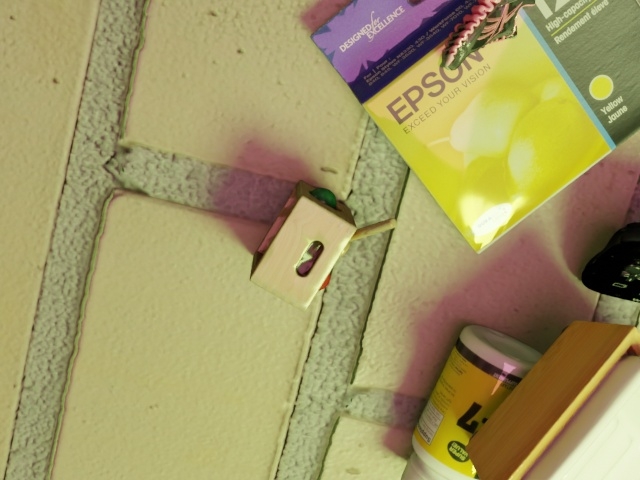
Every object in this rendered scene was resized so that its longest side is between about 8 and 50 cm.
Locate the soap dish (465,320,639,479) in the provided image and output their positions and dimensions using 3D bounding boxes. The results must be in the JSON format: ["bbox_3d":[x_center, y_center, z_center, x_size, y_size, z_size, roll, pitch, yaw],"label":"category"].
[{"bbox_3d":[0.303,0.237,1.007,0.229,0.118,0.291,-49,132,-5],"label":"soap dish"}]

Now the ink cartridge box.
[{"bbox_3d":[0.200,-0.194,0.987,0.303,0.072,0.307,-38,109,8],"label":"ink cartridge box"}]

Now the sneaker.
[{"bbox_3d":[0.175,-0.218,0.926,0.057,0.047,0.119,35,101,-18],"label":"sneaker"}]

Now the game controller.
[{"bbox_3d":[0.466,0.055,1.018,0.319,0.166,0.067,13,62,0],"label":"game controller"}]

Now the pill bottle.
[{"bbox_3d":[0.181,0.217,1.068,0.119,0.119,0.208,21,102,-7],"label":"pill bottle"}]

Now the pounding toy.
[{"bbox_3d":[0.000,0.000,1.003,0.100,0.130,0.141,31,100,-9],"label":"pounding toy"}]
